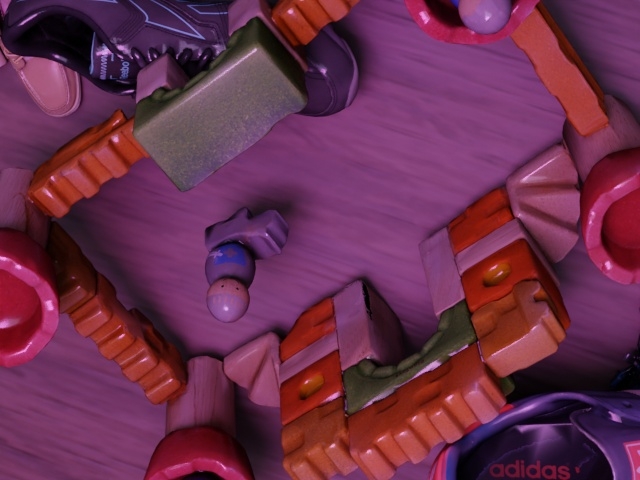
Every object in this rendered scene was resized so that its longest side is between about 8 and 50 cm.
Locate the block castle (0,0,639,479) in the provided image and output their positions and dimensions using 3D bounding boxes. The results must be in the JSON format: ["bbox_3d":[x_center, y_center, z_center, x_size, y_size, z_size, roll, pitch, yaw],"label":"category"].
[{"bbox_3d":[0.000,0.000,0.993,0.453,0.213,0.303,-33,117,14],"label":"block castle"}]

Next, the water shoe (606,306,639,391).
[{"bbox_3d":[0.243,0.111,1.092,0.080,0.073,0.203,-6,98,14],"label":"water shoe"}]

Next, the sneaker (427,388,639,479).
[{"bbox_3d":[0.237,0.148,0.972,0.350,0.148,0.131,-14,75,12],"label":"sneaker"}]

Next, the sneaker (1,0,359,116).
[{"bbox_3d":[-0.105,-0.135,1.087,0.267,0.106,0.101,19,137,11],"label":"sneaker"}]

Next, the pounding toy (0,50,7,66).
[{"bbox_3d":[-0.388,-0.170,1.142,0.236,0.110,0.183,-19,95,13],"label":"pounding toy"}]

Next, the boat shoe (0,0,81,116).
[{"bbox_3d":[-0.228,-0.157,1.148,0.050,0.045,0.135,-25,94,13],"label":"boat shoe"}]
